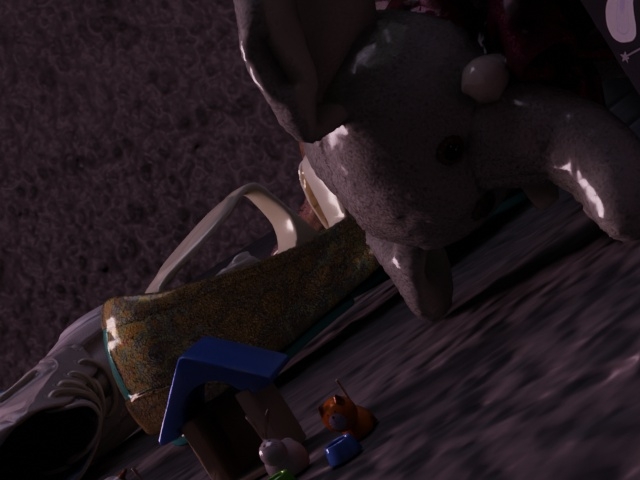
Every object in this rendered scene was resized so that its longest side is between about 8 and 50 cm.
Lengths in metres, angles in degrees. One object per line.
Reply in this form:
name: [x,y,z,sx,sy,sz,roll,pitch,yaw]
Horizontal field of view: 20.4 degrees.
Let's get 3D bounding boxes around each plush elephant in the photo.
plush elephant: [0.094,-0.101,0.861,0.330,0.255,0.272,8,-18,32]

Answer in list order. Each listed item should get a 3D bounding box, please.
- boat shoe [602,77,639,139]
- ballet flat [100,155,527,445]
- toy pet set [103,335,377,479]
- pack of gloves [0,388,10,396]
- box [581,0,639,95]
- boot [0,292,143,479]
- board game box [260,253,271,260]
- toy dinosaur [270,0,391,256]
boat shoe: [0.174,-0.074,1.097,0.226,0.083,0.076,-23,-20,-47]
ballet flat: [0.000,0.000,1.150,0.348,0.123,0.123,-34,3,-34]
toy pet set: [-0.041,0.077,0.773,0.122,0.065,0.114,-31,3,15]
pack of gloves: [-0.211,0.120,1.443,0.232,0.046,0.195,-37,15,-3]
box: [0.233,-0.129,0.633,0.247,0.142,0.163,-32,2,-31]
boot: [-0.169,0.124,1.237,0.258,0.095,0.123,-43,14,-28]
board game box: [-0.137,0.098,1.598,0.317,0.046,0.213,-31,3,16]
toy dinosaur: [0.032,-0.085,1.344,0.127,0.200,0.296,-34,1,-31]
